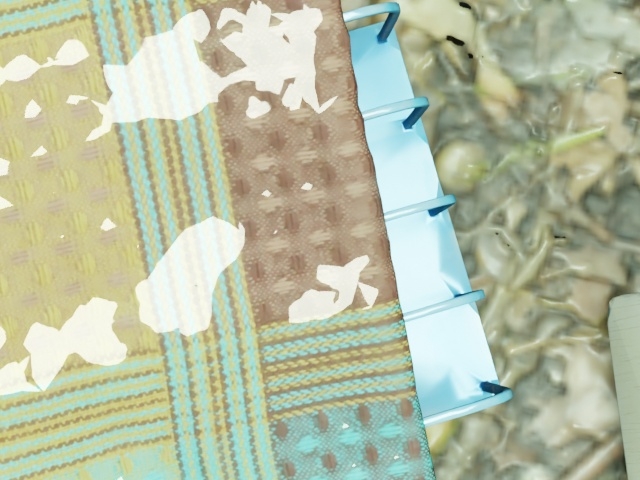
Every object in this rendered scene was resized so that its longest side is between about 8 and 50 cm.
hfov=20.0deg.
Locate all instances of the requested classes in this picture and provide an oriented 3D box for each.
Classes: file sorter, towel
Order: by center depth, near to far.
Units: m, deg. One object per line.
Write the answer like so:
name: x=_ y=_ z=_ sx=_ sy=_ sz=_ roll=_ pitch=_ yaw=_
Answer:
towel: x=-0.152 y=0.036 z=0.606 sx=0.370 sy=0.040 sz=0.271 roll=-15 pitch=105 yaw=-12
file sorter: x=0.000 y=0.000 z=0.735 sx=0.118 sy=0.104 sz=0.170 roll=-16 pitch=88 yaw=-3

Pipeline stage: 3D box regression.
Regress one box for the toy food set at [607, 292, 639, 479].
toy food set: x=0.283 y=0.114 z=0.758 sx=0.306 sy=0.092 sz=0.220 roll=-6 pitch=87 yaw=-11
